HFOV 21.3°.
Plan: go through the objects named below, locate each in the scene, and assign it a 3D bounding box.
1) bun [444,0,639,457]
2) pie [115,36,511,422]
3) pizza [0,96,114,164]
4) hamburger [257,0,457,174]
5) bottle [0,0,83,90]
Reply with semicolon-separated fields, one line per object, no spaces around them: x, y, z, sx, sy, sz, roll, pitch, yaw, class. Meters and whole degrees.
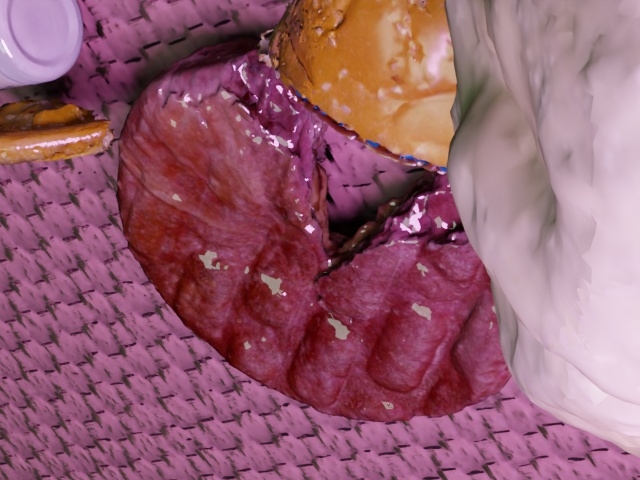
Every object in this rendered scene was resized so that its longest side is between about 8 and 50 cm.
0.198;-0.077;0.438;0.352;0.349;0.227;109;148;-60;bun
0.000;0.000;0.811;0.218;0.054;0.204;39;139;-4;pie
-0.153;-0.058;0.834;0.123;0.108;0.026;-4;105;8;pizza
0.054;-0.083;0.670;0.176;0.087;0.102;24;138;20;hamburger
-0.213;-0.096;0.871;0.217;0.060;0.060;-4;124;40;bottle
